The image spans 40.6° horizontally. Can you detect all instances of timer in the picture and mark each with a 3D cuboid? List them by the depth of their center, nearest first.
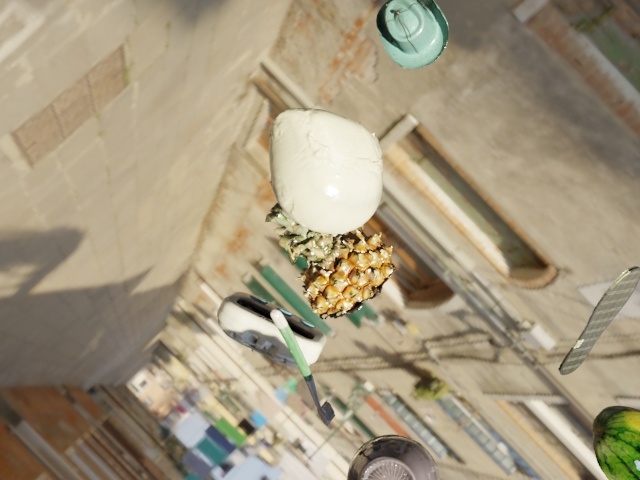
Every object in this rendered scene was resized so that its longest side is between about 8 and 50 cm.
[{"bbox_3d":[-0.118,0.212,2.050,0.087,0.262,0.237,-65,175,8],"label":"timer"}]

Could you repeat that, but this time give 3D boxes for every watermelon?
[{"bbox_3d":[0.742,0.488,2.006,0.127,0.232,0.204,-31,-162,51],"label":"watermelon"}]

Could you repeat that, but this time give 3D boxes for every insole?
[{"bbox_3d":[0.573,0.169,1.775,0.110,0.012,0.309,-7,134,-37],"label":"insole"}]

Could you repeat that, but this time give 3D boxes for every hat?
[{"bbox_3d":[0.177,-0.444,1.758,0.138,0.191,0.078,-34,155,21],"label":"hat"}]

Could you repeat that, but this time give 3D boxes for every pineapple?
[{"bbox_3d":[0.000,0.000,1.962,0.262,0.272,0.262,-28,-149,19],"label":"pineapple"}]

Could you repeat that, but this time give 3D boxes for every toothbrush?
[{"bbox_3d":[-0.022,0.183,1.222,0.018,0.257,0.024,19,-124,38],"label":"toothbrush"}]

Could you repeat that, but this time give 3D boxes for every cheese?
[{"bbox_3d":[0.009,-0.105,1.393,0.154,0.198,0.189,-41,-132,43],"label":"cheese"}]

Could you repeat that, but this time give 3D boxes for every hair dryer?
[{"bbox_3d":[0.095,0.441,1.141,0.301,0.121,0.361,56,37,-74],"label":"hair dryer"}]
